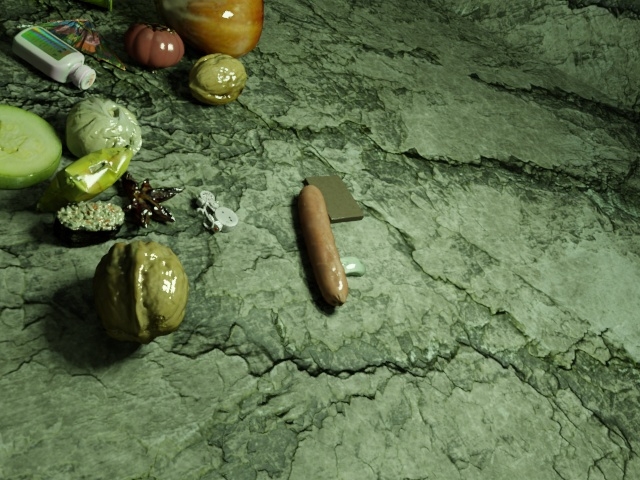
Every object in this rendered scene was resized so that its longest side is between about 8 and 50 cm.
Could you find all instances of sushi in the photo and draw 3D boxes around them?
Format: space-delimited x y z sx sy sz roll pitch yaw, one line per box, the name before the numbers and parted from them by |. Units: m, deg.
sushi | -0.521 -0.040 1.562 0.150 0.078 0.090 -5 53 -37

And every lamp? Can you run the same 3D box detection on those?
lamp | -0.504 -0.581 2.085 0.182 0.140 0.182 15 25 -7

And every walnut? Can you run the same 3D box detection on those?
walnut | -0.316 -0.483 2.079 0.184 0.155 0.155 -28 67 -37
walnut | -0.370 0.104 1.429 0.198 0.198 0.245 12 41 -22

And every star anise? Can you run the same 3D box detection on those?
star anise | -0.419 -0.100 1.706 0.157 0.053 0.212 7 44 -25

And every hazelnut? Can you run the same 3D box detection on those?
hazelnut | -0.351 -0.748 2.210 0.373 0.315 0.372 13 28 -7

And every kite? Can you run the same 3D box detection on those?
kite | -0.722 -0.602 2.058 0.321 0.016 0.234 21 40 -13

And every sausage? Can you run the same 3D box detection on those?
sausage | -0.001 -0.002 1.845 0.088 0.088 0.433 9 44 -25

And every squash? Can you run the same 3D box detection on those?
squash | -0.742 -0.226 1.637 0.252 0.049 0.252 18 42 -17

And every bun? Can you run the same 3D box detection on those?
bun | -0.546 -0.284 1.758 0.193 0.128 0.178 16 41 -21

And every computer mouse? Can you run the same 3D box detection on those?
computer mouse | 0.079 0.068 1.862 0.110 0.032 0.056 -1 49 -33

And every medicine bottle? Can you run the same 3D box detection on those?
medicine bottle | -0.725 -0.499 1.899 0.219 0.078 0.115 34 38 3

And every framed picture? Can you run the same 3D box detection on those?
framed picture | 0.039 -0.123 2.038 0.128 0.023 0.168 -8 54 -36

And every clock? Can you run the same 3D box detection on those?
clock | -0.275 -0.073 1.778 0.129 0.041 0.087 46 39 10

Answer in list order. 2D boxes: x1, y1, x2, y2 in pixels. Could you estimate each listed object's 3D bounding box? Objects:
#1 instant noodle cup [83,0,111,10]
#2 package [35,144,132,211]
instant noodle cup | -0.749 -0.879 2.124 0.222 0.311 0.311 4 47 -17
package | -0.542 -0.142 1.599 0.090 0.168 0.226 56 43 -6
